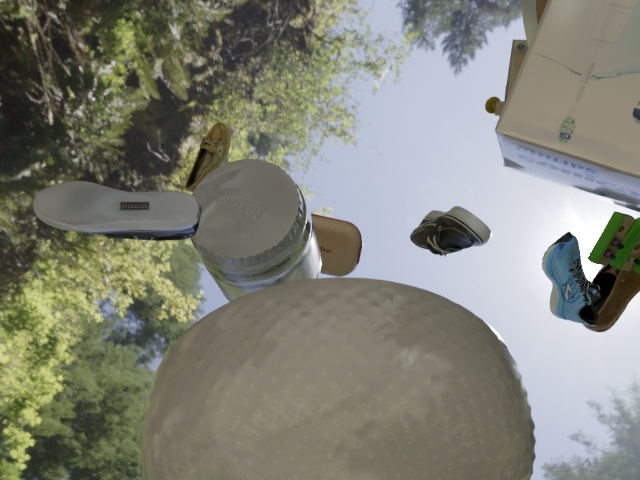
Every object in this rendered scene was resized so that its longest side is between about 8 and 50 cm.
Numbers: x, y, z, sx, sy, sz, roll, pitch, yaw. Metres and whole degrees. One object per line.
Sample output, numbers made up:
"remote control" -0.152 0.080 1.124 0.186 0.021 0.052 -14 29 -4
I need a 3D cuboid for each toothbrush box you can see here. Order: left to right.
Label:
"toothbrush box" 0.287 -0.166 0.421 0.216 0.126 0.296 22 -88 21

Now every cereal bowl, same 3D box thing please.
"cereal bowl" 0.015 0.201 0.484 0.338 0.339 0.141 -3 -143 1

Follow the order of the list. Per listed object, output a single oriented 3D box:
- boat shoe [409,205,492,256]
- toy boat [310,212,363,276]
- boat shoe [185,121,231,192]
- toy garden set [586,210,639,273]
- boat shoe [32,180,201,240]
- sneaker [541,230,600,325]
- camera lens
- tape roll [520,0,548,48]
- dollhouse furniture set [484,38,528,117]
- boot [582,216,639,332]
"boat shoe" 0.331 -0.008 1.518 0.121 0.335 0.119 45 -96 -6
"toy boat" 0.000 0.000 1.557 0.230 0.151 0.151 13 -75 7
"boat shoe" -0.227 -0.166 1.169 0.056 0.048 0.153 30 -81 27
"toy garden set" 0.669 -0.019 1.131 0.244 0.204 0.049 10 -155 -23
"boat shoe" -0.288 -0.033 0.843 0.228 0.076 0.080 -1 -124 -10
"sneaker" 0.369 0.056 0.832 0.063 0.162 0.073 -36 -146 -16
"camera lens" -0.117 0.003 1.106 0.219 0.274 0.220 -3 -118 5
"tape roll" 0.409 -0.339 0.911 0.071 0.392 0.392 -16 -118 8
"dollhouse furniture set" 0.557 -0.465 1.474 0.303 0.287 0.198 -6 -156 -9
"boot" 0.692 0.063 1.328 0.112 0.115 0.305 28 -100 37
